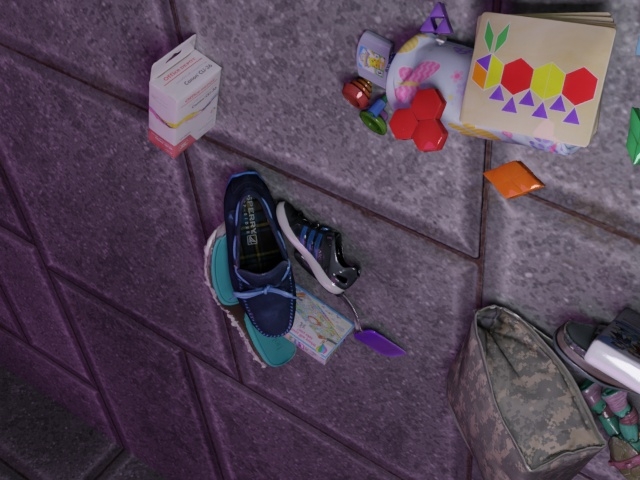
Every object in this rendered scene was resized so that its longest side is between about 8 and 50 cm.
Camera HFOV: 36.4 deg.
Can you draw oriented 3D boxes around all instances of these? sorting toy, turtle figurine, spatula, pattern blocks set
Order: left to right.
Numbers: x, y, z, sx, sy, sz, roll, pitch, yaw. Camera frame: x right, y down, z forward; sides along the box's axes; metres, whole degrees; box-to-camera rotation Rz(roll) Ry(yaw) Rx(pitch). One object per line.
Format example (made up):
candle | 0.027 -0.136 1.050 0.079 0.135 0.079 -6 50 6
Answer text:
spatula | 0.050 0.128 1.901 0.296 0.030 0.084 49 151 -9
sorting toy | 0.078 -0.207 1.465 0.102 0.042 0.061 48 166 -30
pattern blocks set | 0.247 -0.192 1.133 0.325 0.026 0.285 27 105 34
turtle figurine | 0.507 0.320 1.536 0.234 0.118 0.175 55 148 -7

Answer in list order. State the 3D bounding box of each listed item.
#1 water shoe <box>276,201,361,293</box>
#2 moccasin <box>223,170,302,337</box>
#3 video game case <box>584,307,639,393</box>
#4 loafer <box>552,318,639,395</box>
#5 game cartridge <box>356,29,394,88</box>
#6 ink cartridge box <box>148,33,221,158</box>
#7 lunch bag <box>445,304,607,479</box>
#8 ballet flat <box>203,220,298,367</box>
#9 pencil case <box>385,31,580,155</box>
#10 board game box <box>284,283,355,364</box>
water shoe | 0.000 0.000 1.785 0.080 0.073 0.203 -37 83 18
moccasin | -0.123 0.044 1.824 0.117 0.138 0.342 -113 6 -65
video game case | 0.513 0.202 1.251 0.329 0.300 0.036 32 106 19
loafer | 0.477 0.183 1.430 0.268 0.096 0.084 30 138 6
game cartridge | 0.078 -0.263 1.413 0.056 0.017 0.083 34 148 23
ink cartridge box | -0.236 -0.249 1.692 0.067 0.115 0.198 36 149 14
lunch bag | 0.318 0.267 1.616 0.235 0.169 0.287 98 152 -58
ballet flat | -0.157 0.100 2.022 0.147 0.147 0.408 18 140 35
pencil case | 0.218 -0.191 1.245 0.273 0.124 0.113 19 170 36
board game box | -0.022 0.167 1.960 0.154 0.103 0.026 34 148 16
